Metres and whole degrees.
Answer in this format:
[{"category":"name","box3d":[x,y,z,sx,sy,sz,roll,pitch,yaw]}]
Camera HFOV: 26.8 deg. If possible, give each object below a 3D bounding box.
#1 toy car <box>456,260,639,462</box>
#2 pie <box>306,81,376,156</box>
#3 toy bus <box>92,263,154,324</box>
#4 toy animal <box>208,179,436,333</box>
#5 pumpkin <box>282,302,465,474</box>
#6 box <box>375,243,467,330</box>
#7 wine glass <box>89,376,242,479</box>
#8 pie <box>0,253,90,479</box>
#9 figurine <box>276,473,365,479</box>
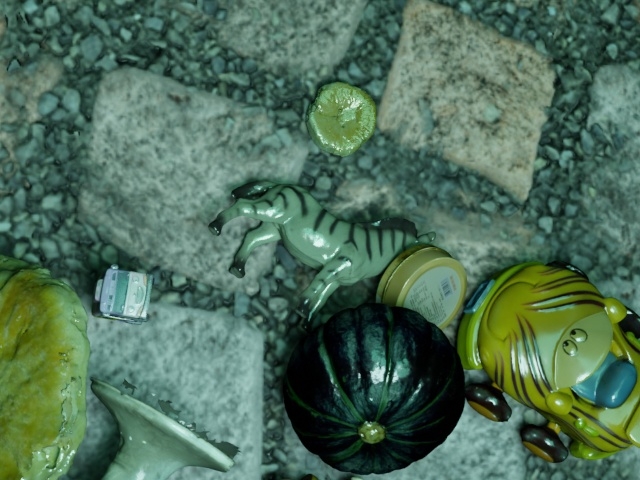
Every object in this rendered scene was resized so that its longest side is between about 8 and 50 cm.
[{"category":"toy car","box3d":[0.278,0.133,1.475,0.248,0.142,0.200,35,75,-12]},{"category":"pie","box3d":[0.024,-0.135,1.491,0.084,0.020,0.084,1,85,-15]},{"category":"toy bus","box3d":[-0.202,0.056,1.361,0.058,0.102,0.052,10,82,-13]},{"category":"toy animal","box3d":[0.002,-0.001,1.447,0.217,0.073,0.176,40,69,-4]},{"category":"pumpkin","box3d":[0.057,0.157,1.394,0.194,0.194,0.150,44,45,-8]},{"category":"box","box3d":[0.110,0.057,1.460,0.105,0.037,0.105,-19,125,-30]},{"category":"wine glass","box3d":[-0.233,0.315,1.280,0.190,0.190,0.357,35,77,-11]},{"category":"pie","box3d":[-0.338,0.151,1.264,0.306,0.071,0.306,-7,69,19]},{"category":"figurine","box3d":[0.014,0.290,1.419,0.154,0.082,0.098,33,63,-10]}]
